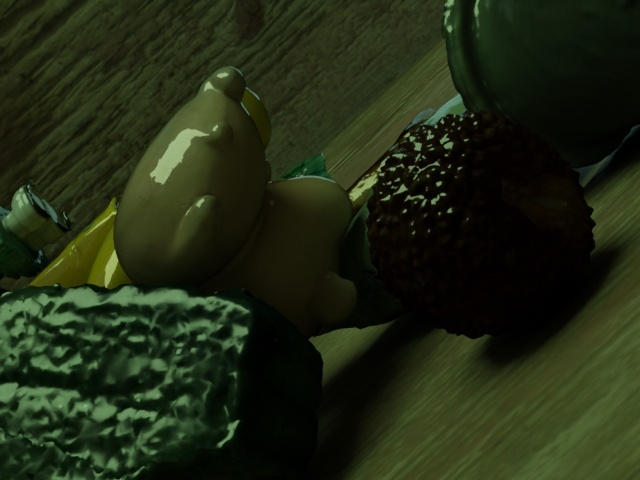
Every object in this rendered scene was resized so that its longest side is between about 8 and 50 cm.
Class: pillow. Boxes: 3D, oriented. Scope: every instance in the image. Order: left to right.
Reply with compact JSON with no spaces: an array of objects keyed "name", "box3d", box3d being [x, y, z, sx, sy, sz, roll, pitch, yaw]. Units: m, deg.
[{"name":"pillow","box3d":[0.124,-0.042,1.688,0.283,0.138,0.310,-37,12,50]}]

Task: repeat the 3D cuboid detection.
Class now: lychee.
[{"name":"lychee","box3d":[0.121,-0.008,1.339,0.188,0.188,0.188,-42,7,7]}]

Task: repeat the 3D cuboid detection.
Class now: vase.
[{"name":"vase","box3d":[0.284,-0.209,1.483,0.245,0.245,0.291,-47,13,-29]}]

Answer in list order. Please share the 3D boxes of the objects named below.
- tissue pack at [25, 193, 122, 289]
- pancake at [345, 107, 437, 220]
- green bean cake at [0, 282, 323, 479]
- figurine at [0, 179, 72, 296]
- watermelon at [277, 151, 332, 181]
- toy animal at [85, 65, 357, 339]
[{"name":"tissue pack","box3d":[-0.251,0.170,1.879,0.382,0.293,0.228,-41,1,10]},{"name":"pancake","box3d":[0.100,-0.109,2.514,0.212,0.056,0.257,-38,9,31]},{"name":"green bean cake","box3d":[-0.164,0.201,1.463,0.300,0.169,0.308,2,70,26]},{"name":"figurine","box3d":[-0.401,0.042,1.939,0.245,0.138,0.110,-38,49,8]},{"name":"watermelon","box3d":[-0.011,0.000,2.034,0.128,0.231,0.146,-8,-6,-21]},{"name":"toy animal","box3d":[-0.067,-0.013,1.619,0.277,0.247,0.345,-61,3,-31]}]
